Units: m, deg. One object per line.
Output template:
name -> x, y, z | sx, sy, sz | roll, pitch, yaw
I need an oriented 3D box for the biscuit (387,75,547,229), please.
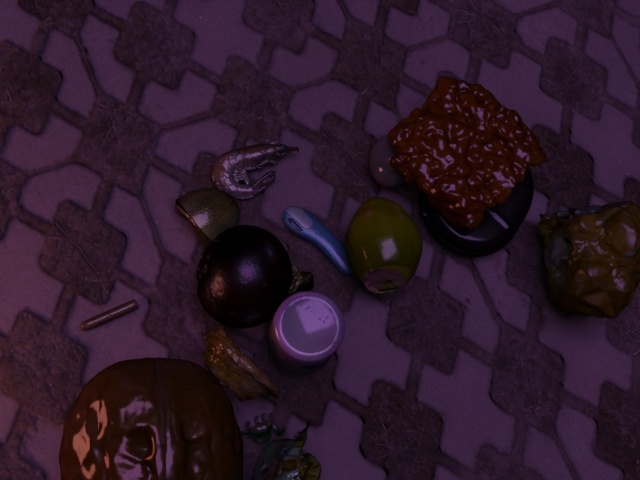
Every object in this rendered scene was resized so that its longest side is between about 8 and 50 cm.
biscuit -> 0.334, -0.214, 2.016 | 0.318, 0.110, 0.312 | 44, 69, 6

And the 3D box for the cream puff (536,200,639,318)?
cream puff -> 0.663, 0.043, 1.998 | 0.275, 0.323, 0.269 | -12, 96, -1

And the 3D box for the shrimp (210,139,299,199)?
shrimp -> -0.151, -0.171, 2.062 | 0.224, 0.047, 0.126 | -18, 82, -8

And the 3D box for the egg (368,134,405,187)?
egg -> 0.168, -0.191, 2.085 | 0.103, 0.103, 0.134 | 1, 66, -8

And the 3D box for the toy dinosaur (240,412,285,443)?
toy dinosaur -> -0.138, 0.416, 1.877 | 0.120, 0.029, 0.060 | -20, 92, -12

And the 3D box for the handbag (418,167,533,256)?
handbag -> 0.380, -0.108, 2.095 | 0.254, 0.093, 0.308 | 33, 70, 3

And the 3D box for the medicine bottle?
medicine bottle -> -0.039, 0.208, 1.839 | 0.152, 0.254, 0.151 | 3, 70, -9

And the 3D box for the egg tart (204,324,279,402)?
egg tart -> -0.178, 0.272, 1.831 | 0.212, 0.212, 0.090 | 43, 85, 7

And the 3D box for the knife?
knife -> 0.000, 0.000, 2.035 | 0.222, 0.031, 0.064 | 43, 67, 3

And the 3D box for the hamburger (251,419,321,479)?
hamburger -> -0.066, 0.486, 1.769 | 0.125, 0.214, 0.235 | 37, 64, -7

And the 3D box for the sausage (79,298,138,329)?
sausage -> -0.467, 0.166, 1.911 | 0.132, 0.024, 0.024 | -24, 77, -16

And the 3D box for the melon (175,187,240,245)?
melon -> -0.253, -0.070, 1.992 | 0.128, 0.079, 0.160 | -40, 80, -12

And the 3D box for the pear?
pear -> 0.143, 0.004, 1.977 | 0.188, 0.187, 0.219 | 3, 49, -8

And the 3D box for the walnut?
walnut -> -0.326, 0.427, 1.691 | 0.354, 0.308, 0.397 | -7, 75, -12

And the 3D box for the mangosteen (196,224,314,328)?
mangosteen -> -0.131, 0.084, 1.897 | 0.289, 0.231, 0.231 | 9, 69, -28
